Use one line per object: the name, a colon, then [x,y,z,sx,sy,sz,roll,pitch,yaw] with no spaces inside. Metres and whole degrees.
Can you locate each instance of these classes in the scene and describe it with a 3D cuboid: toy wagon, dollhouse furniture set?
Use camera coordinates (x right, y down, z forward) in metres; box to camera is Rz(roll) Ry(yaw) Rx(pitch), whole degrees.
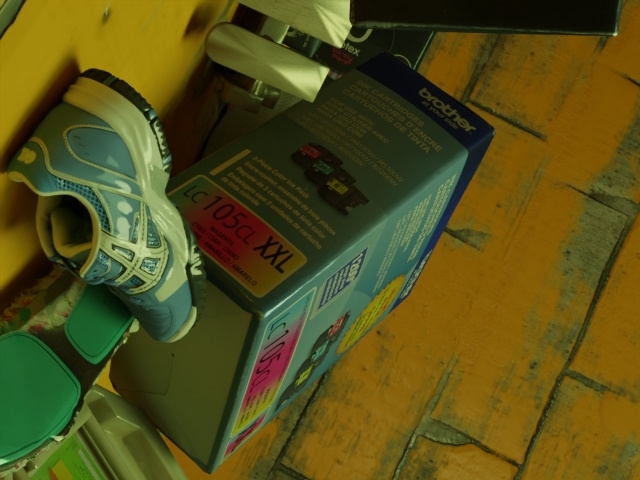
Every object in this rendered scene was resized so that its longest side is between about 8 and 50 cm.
toy wagon: [-0.173,0.237,0.652,0.068,0.267,0.344,-30,-174,13]
dollhouse furniture set: [-0.069,-0.191,0.743,0.144,0.123,0.151,-62,-146,16]

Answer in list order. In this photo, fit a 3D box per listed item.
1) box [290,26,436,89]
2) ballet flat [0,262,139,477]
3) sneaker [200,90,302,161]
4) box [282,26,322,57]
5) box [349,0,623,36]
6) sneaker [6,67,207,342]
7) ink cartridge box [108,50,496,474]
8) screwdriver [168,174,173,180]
box: [0.073,-0.295,1.239,0.270,0.165,0.143,-63,179,2]
ballet flat: [-0.190,0.082,0.576,0.077,0.091,0.241,-26,-167,27]
sneaker: [-0.106,-0.049,1.033,0.293,0.108,0.169,-60,-173,-8]
box: [0.035,-0.345,0.988,0.183,0.059,0.233,-62,180,-44]
box: [0.132,-0.309,0.643,0.296,0.182,0.294,-60,155,-69]
sneaker: [-0.131,-0.003,0.548,0.081,0.080,0.211,-48,145,-30]
ink cartridge box: [0.000,0.000,0.849,0.395,0.151,0.270,-39,160,-38]
screwdriver: [-0.174,0.001,0.914,0.025,0.024,0.170,-116,-141,-54]
